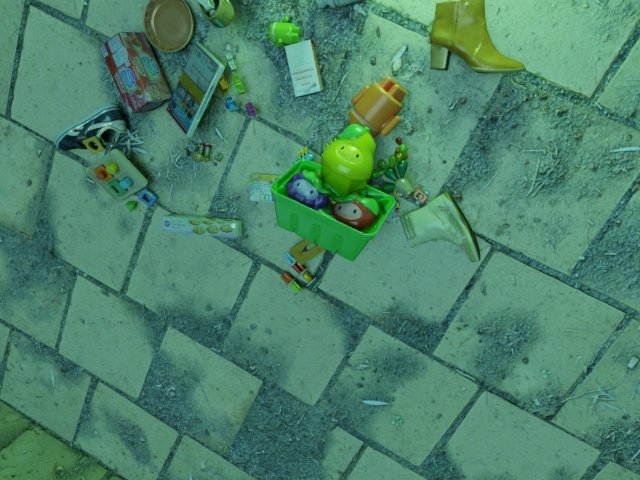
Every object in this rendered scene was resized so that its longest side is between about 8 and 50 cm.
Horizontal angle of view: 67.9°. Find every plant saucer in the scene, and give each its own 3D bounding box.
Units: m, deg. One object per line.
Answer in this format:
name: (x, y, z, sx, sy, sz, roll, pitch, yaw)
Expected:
plant saucer: (-0.539, -0.778, 1.701, 0.200, 0.037, 0.199, 4, 107, 14)

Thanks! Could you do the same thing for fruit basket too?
fruit basket: (0.057, -0.172, 1.521, 0.392, 0.283, 0.391, 15, 129, 20)

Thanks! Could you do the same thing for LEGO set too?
LEGO set: (-0.315, -0.531, 1.694, 0.087, 0.093, 0.227, -23, 95, -11)

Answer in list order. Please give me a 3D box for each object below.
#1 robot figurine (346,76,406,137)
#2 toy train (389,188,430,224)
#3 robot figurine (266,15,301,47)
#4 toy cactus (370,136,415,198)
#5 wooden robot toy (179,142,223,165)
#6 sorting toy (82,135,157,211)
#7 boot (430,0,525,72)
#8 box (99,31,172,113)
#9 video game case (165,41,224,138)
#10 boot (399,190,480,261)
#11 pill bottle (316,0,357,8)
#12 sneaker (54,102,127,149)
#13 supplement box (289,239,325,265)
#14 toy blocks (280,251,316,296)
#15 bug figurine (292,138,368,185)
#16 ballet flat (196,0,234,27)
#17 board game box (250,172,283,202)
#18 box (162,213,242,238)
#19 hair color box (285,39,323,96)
robot figurine: (0.179, -0.423, 1.553, 0.158, 0.128, 0.219, 38, 113, -12)
toy train: (0.292, -0.132, 1.654, 0.125, 0.046, 0.166, 45, 112, 0)
robot figurine: (-0.125, -0.693, 1.591, 0.115, 0.067, 0.101, 11, 82, 13)
toy cactus: (0.245, -0.215, 1.590, 0.180, 0.112, 0.219, 52, 122, 28)
wooden robot toy: (-0.461, -0.326, 1.792, 0.173, 0.079, 0.076, 15, 110, 11)
sorting toy: (-0.809, -0.247, 1.869, 0.196, 0.047, 0.347, -23, 120, 28)
boot: (0.478, -0.615, 1.424, 0.295, 0.104, 0.211, 11, 109, 17)
box: (-0.668, -0.608, 1.732, 0.128, 0.123, 0.256, -16, 101, 33)
video game case: (-0.454, -0.538, 1.701, 0.204, 0.025, 0.285, 49, 117, 33)
boot: (0.411, -0.012, 1.631, 0.204, 0.095, 0.261, -28, 99, 23)
pill bottle: (0.067, -0.787, 1.497, 0.160, 0.087, 0.087, -7, 104, 18)
sneaker: (-0.903, -0.409, 1.869, 0.321, 0.126, 0.127, -24, 93, 20)
supplement box: (0.000, 0.000, 1.762, 0.233, 0.080, 0.078, -32, 95, 20)
toy blocks: (-0.106, 0.127, 1.842, 0.123, 0.054, 0.148, -42, 92, 22)
bug figurine: (0.031, -0.227, 1.686, 0.216, 0.072, 0.279, -34, 94, 22)
ballet flat: (-0.382, -0.825, 1.457, 0.116, 0.124, 0.342, -18, 103, 22)
board game box: (-0.188, -0.196, 1.782, 0.154, 0.026, 0.103, 6, 108, 14)
box: (-0.468, -0.058, 1.884, 0.324, 0.063, 0.067, 6, 107, 14)
hair color box: (-0.054, -0.581, 1.613, 0.093, 0.053, 0.167, -8, 103, 17)
